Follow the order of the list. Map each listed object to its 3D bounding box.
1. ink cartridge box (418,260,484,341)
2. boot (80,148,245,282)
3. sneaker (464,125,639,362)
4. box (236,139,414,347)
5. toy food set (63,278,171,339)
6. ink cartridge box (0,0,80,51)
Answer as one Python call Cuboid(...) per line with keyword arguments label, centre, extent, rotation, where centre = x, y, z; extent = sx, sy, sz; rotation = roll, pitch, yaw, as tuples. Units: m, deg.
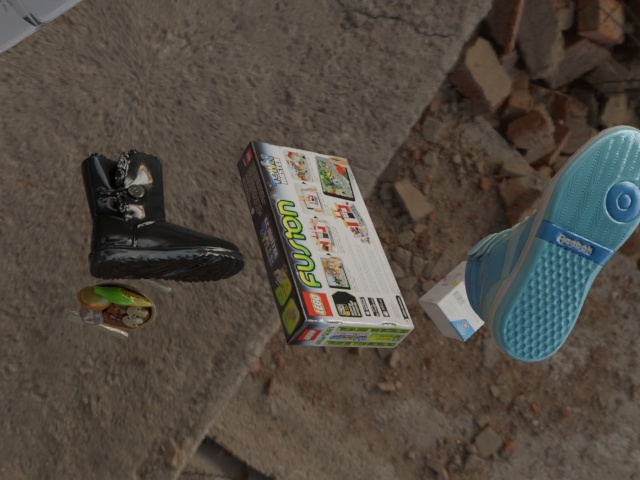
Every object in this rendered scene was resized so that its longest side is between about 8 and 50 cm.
Cuboid(label="ink cartridge box", centre=(0.277, 0.106, 1.364), extent=(0.143, 0.090, 0.092), rotation=(-39, 100, -13))
Cuboid(label="boot", centre=(-0.248, -0.043, 1.136), extent=(0.246, 0.094, 0.207), rotation=(2, 61, -23))
Cuboid(label="sneaker", centre=(0.295, -0.012, 0.962), extent=(0.127, 0.208, 0.319), rotation=(30, 94, -12))
Cuboid(label="box", centre=(0.000, 0.000, 0.662), extent=(0.114, 0.207, 0.036), rotation=(7, 138, -31))
Cuboid(label="toy food set", centre=(-0.336, 0.114, 1.178), extent=(0.132, 0.039, 0.192), rotation=(26, 133, -23))
Cuboid(label="ink cartridge box", centre=(-0.344, -0.338, 0.835), extent=(0.219, 0.093, 0.160), rotation=(-22, 115, 22))
